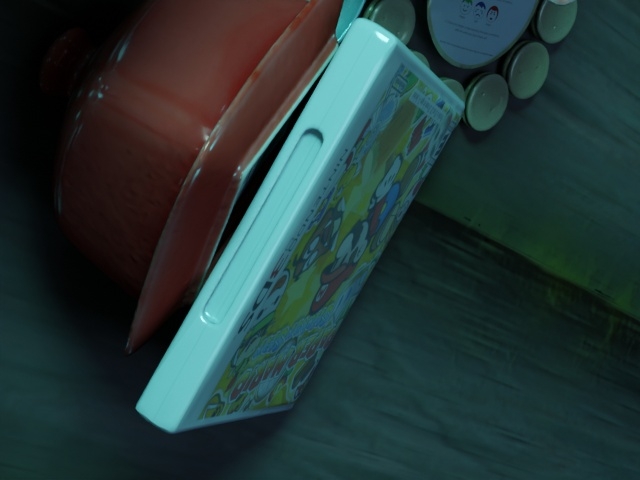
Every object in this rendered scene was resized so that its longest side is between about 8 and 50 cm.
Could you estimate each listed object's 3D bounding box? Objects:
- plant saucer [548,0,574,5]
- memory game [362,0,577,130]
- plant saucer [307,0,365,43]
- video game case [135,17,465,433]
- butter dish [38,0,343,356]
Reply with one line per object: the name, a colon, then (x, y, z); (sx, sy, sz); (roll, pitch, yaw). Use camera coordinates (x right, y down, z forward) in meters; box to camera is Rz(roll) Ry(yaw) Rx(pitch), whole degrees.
plant saucer: (0.078, -0.284, 0.794); (0.259, 0.047, 0.258); (23, 93, -34)
memory game: (0.092, -0.148, 0.940); (0.186, 0.012, 0.186); (-21, 124, -36)
plant saucer: (-0.021, -0.142, 0.824); (0.119, 0.021, 0.119); (-23, 126, -36)
video game case: (0.000, 0.000, 0.829); (0.206, 0.026, 0.227); (-60, 168, 4)
butter dish: (-0.075, -0.057, 0.750); (0.160, 0.118, 0.160); (-56, 175, -41)
